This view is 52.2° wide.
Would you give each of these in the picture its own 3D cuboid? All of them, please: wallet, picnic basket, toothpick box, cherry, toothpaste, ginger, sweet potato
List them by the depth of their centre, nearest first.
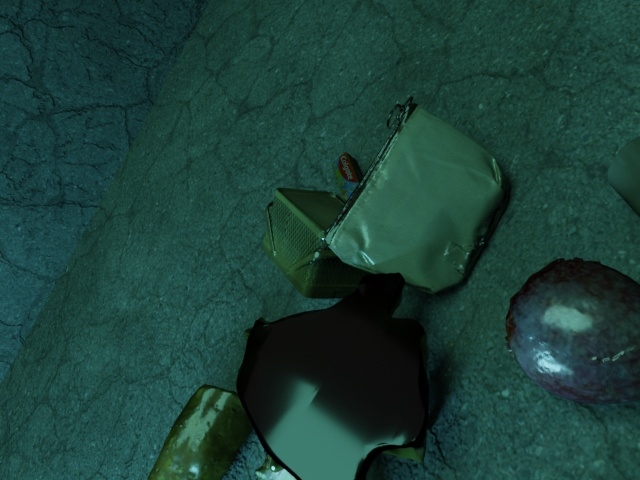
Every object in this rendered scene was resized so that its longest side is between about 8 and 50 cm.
[{"bbox_3d":[0.374,0.127,0.884,0.249,0.175,0.192,25,57,38],"label":"cherry"},{"bbox_3d":[0.500,-0.059,0.913,0.111,0.111,0.181,-42,40,19],"label":"toothpick box"},{"bbox_3d":[0.053,0.254,1.151,0.358,0.211,0.414,-32,50,3],"label":"ginger"},{"bbox_3d":[0.182,-0.070,1.186,0.274,0.068,0.335,31,84,8],"label":"wallet"},{"bbox_3d":[0.000,0.000,1.340,0.266,0.165,0.139,43,124,52],"label":"picnic basket"},{"bbox_3d":[-0.271,0.470,1.369,0.157,0.157,0.370,24,84,51],"label":"sweet potato"},{"bbox_3d":[0.082,-0.124,1.461,0.070,0.044,0.194,-39,43,21],"label":"toothpaste"}]

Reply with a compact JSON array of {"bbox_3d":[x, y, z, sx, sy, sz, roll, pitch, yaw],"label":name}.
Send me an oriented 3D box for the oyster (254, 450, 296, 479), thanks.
[{"bbox_3d":[-0.034,0.458,1.171,0.259,0.092,0.198,-18,53,51],"label":"oyster"}]
